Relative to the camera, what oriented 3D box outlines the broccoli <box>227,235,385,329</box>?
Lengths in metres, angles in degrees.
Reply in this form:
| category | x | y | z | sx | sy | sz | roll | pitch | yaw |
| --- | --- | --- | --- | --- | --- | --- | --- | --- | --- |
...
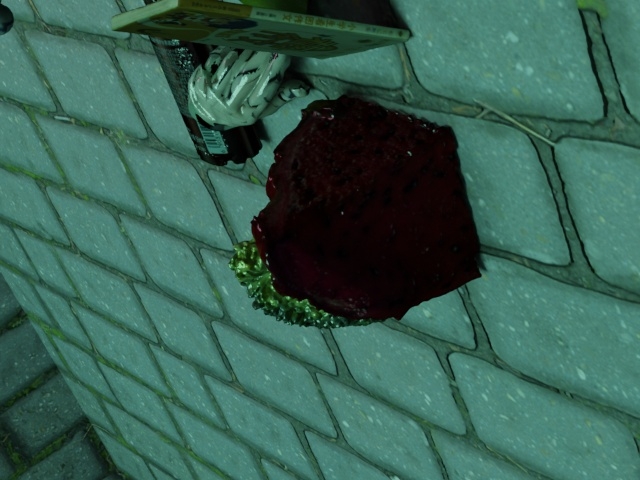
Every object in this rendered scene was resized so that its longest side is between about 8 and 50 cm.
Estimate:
| category | x | y | z | sx | sy | sz | roll | pitch | yaw |
| --- | --- | --- | --- | --- | --- | --- | --- | --- | --- |
| broccoli | 0.000 | 0.000 | 1.837 | 0.247 | 0.263 | 0.243 | -108 | 25 | -66 |

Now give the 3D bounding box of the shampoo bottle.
| category | x | y | z | sx | sy | sz | roll | pitch | yaw |
| --- | --- | --- | --- | --- | --- | --- | --- | --- | --- |
| shampoo bottle | -0.187 | -0.265 | 1.921 | 0.129 | 0.084 | 0.323 | 16 | 137 | 45 |

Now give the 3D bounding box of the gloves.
| category | x | y | z | sx | sy | sz | roll | pitch | yaw |
| --- | --- | --- | --- | --- | --- | --- | --- | --- | --- |
| gloves | -0.104 | -0.215 | 1.792 | 0.127 | 0.111 | 0.212 | 53 | 154 | -6 |

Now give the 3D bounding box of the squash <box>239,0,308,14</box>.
| category | x | y | z | sx | sy | sz | roll | pitch | yaw |
| --- | --- | --- | --- | --- | --- | --- | --- | --- | --- |
| squash | -0.094 | -0.345 | 1.653 | 0.200 | 0.075 | 0.090 | 37 | -179 | -19 |

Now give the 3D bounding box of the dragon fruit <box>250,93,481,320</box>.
| category | x | y | z | sx | sy | sz | roll | pitch | yaw |
| --- | --- | --- | --- | --- | --- | --- | --- | --- | --- |
| dragon fruit | 0.034 | -0.052 | 1.601 | 0.302 | 0.330 | 0.240 | 46 | 134 | 19 |

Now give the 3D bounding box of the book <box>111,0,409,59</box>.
| category | x | y | z | sx | sy | sz | roll | pitch | yaw |
| --- | --- | --- | --- | --- | --- | --- | --- | --- | --- |
| book | -0.073 | -0.249 | 1.534 | 0.208 | 0.295 | 0.020 | 2 | 89 | 61 |

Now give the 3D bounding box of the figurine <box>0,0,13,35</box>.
| category | x | y | z | sx | sy | sz | roll | pitch | yaw |
| --- | --- | --- | --- | --- | --- | --- | --- | --- | --- |
| figurine | -0.486 | -0.418 | 1.880 | 0.186 | 0.382 | 0.261 | 38 | 155 | 58 |
